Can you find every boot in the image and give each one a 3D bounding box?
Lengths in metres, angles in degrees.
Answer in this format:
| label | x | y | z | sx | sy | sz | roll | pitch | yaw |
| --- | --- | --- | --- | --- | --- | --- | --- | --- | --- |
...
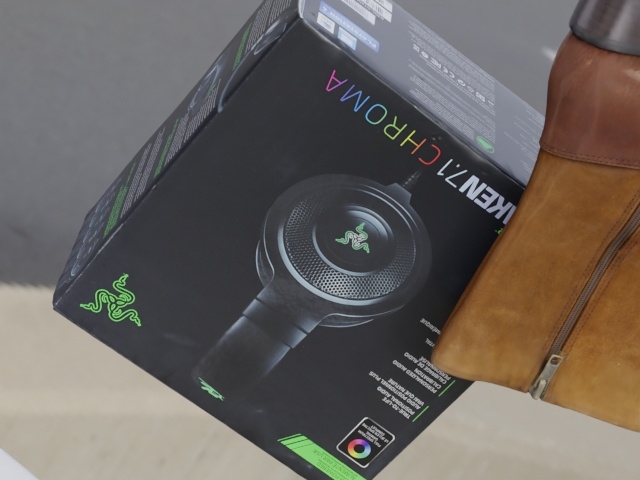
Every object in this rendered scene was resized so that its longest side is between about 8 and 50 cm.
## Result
| label | x | y | z | sx | sy | sz | roll | pitch | yaw |
| --- | --- | --- | --- | --- | --- | --- | --- | --- | --- |
| boot | 0.230 | -0.001 | 1.030 | 0.264 | 0.280 | 0.096 | 13 | 24 | -12 |

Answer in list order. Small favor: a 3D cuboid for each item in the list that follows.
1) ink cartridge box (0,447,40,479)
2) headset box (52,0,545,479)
| label | x | y | z | sx | sy | sz | roll | pitch | yaw |
| --- | --- | --- | --- | --- | --- | --- | --- | --- | --- |
| ink cartridge box | -0.334 | 0.211 | 1.091 | 0.226 | 0.306 | 0.131 | 40 | 28 | -3 |
| headset box | 0.000 | 0.000 | 1.161 | 0.246 | 0.283 | 0.131 | 36 | 27 | -15 |
